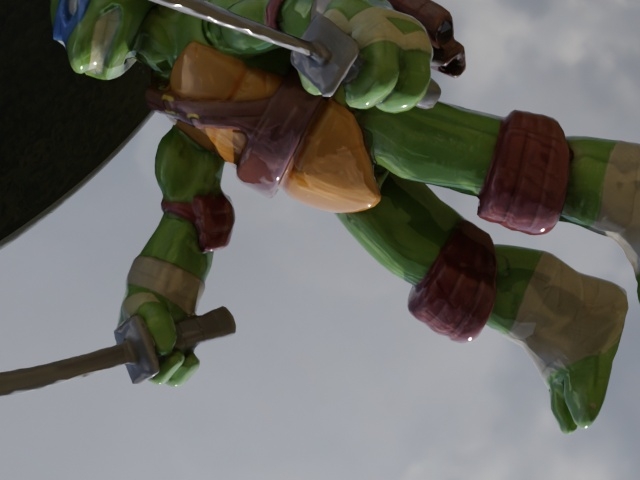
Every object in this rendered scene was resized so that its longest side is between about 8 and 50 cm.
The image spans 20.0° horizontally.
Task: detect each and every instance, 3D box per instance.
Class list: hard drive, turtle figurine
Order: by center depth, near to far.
[{"bbox_3d":[0.000,0.000,0.684,0.266,0.198,0.275,22,-163,-5],"label":"turtle figurine"},{"bbox_3d":[-0.137,-0.096,0.831,0.054,0.172,0.255,10,-145,23],"label":"hard drive"}]
